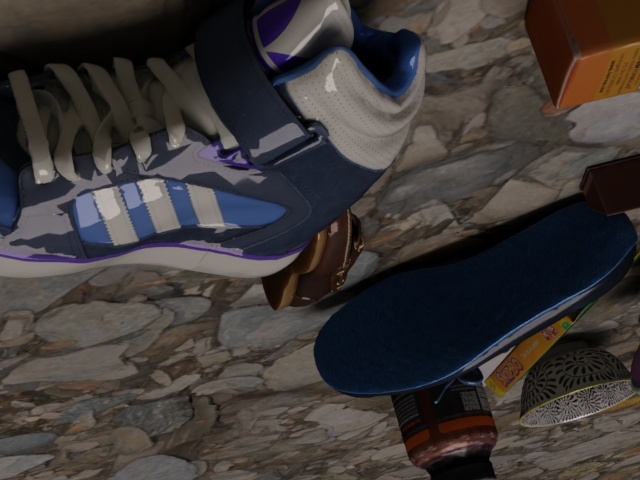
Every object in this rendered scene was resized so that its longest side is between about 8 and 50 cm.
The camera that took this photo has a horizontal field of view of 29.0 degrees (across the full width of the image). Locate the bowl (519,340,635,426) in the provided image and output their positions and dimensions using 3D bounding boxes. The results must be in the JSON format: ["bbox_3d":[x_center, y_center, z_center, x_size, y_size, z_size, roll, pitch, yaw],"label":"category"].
[{"bbox_3d":[0.338,0.185,1.666,0.170,0.080,0.170,-13,158,-5],"label":"bowl"}]

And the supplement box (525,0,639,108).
[{"bbox_3d":[0.263,-0.159,0.832,0.233,0.078,0.080,-13,157,-4],"label":"supplement box"}]

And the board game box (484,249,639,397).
[{"bbox_3d":[0.271,0.087,1.388,0.124,0.039,0.259,-41,171,-27],"label":"board game box"}]

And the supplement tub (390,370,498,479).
[{"bbox_3d":[0.134,0.184,1.380,0.106,0.198,0.106,-12,157,-5],"label":"supplement tub"}]

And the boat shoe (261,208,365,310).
[{"bbox_3d":[0.000,0.000,1.041,0.073,0.073,0.207,-11,164,-15],"label":"boat shoe"}]

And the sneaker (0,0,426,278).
[{"bbox_3d":[-0.090,-0.087,0.734,0.322,0.130,0.236,7,139,-34],"label":"sneaker"}]

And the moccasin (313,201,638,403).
[{"bbox_3d":[0.163,0.079,1.242,0.342,0.138,0.117,-21,161,15],"label":"moccasin"}]

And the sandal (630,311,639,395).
[{"bbox_3d":[0.414,0.040,1.336,0.102,0.169,0.416,31,151,5],"label":"sandal"}]

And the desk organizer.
[{"bbox_3d":[0.313,-0.051,1.146,0.130,0.050,0.047,-14,157,-4],"label":"desk organizer"}]

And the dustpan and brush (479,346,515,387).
[{"bbox_3d":[0.169,0.174,1.580,0.147,0.060,0.211,-24,153,-13],"label":"dustpan and brush"}]
